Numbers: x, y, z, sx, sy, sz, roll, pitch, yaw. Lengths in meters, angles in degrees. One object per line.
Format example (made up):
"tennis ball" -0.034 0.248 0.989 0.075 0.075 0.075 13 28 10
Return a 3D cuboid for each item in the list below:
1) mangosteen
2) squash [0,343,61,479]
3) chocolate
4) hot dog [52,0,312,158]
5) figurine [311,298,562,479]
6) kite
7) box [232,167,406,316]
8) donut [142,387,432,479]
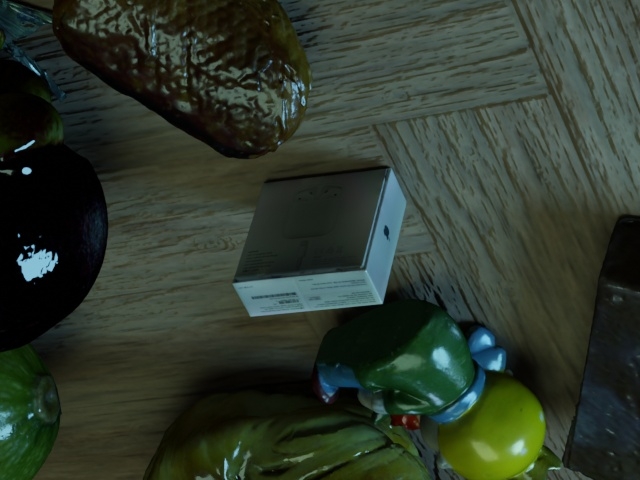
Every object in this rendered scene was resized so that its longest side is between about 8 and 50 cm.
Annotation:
"mangosteen" -0.319 -0.052 1.662 0.275 0.275 0.302 10 109 5
"squash" -0.418 0.175 1.940 0.309 0.310 0.310 -9 136 1
"chocolate" 0.301 0.109 1.751 0.112 0.112 0.321 17 141 12
"hot dog" -0.116 -0.160 1.571 0.227 0.099 0.160 31 136 -16
"figurine" 0.116 0.166 1.843 0.185 0.127 0.234 -22 129 36
"kite" -0.280 -0.177 1.671 0.139 0.011 0.156 -20 127 37
"box" 0.000 0.000 1.690 0.130 0.129 0.051 -6 134 22
"donut" -0.030 0.313 1.949 0.360 0.170 0.360 1 114 3
